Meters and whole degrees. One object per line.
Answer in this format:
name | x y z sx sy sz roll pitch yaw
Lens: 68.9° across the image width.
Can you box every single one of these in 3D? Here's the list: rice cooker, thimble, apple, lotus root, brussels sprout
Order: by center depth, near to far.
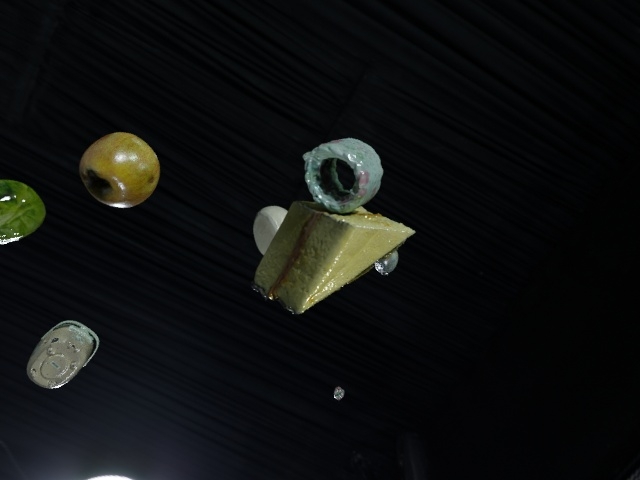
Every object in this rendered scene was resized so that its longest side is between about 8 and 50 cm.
thimble | 0.059 -0.187 1.295 0.149 0.211 0.185 -30 158 -55
rice cooker | -0.756 0.334 1.363 0.206 0.145 0.127 -44 -158 8
brussels sprout | -1.104 -0.089 1.593 0.210 0.219 0.271 -1 -143 47
apple | -0.706 -0.242 1.634 0.264 0.264 0.264 -59 -172 13
lotus root | 0.242 0.077 1.721 0.165 0.088 0.088 81 27 -52

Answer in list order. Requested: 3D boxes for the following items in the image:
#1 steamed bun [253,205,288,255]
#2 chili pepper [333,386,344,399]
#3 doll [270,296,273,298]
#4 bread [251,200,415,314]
steamed bun | -0.212 -0.044 2.394 0.177 0.283 0.283 -21 161 -36
chili pepper | 0.076 0.626 1.914 0.153 0.041 0.050 70 34 -74
doll | -0.129 0.049 1.791 0.094 0.160 0.365 -8 -137 29
bread | 0.012 0.056 1.372 0.345 0.242 0.404 49 -59 52
